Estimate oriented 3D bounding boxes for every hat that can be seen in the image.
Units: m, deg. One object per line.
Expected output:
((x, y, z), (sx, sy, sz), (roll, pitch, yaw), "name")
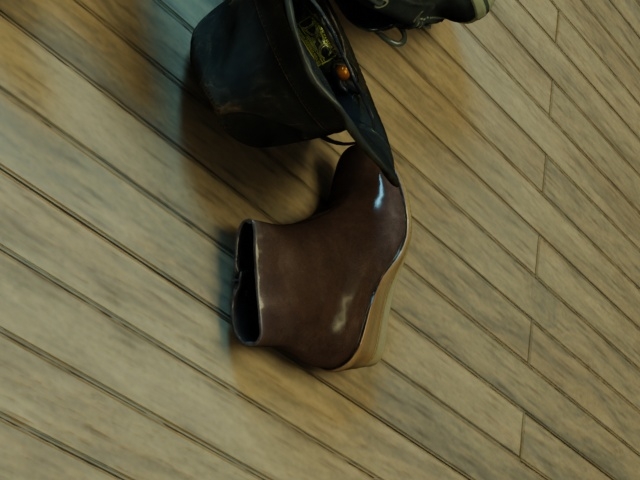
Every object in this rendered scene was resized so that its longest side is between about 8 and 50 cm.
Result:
((-0.045, -0.167, 1.292), (0.331, 0.134, 0.331), (-23, 90, -82), "hat")

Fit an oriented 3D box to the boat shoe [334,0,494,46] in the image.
((0.075, -0.308, 1.461), (0.186, 0.156, 0.500), (60, 11, 5), "boat shoe")

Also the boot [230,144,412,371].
((0.000, 0.000, 1.356), (0.207, 0.090, 0.248), (20, 67, -51), "boot")
